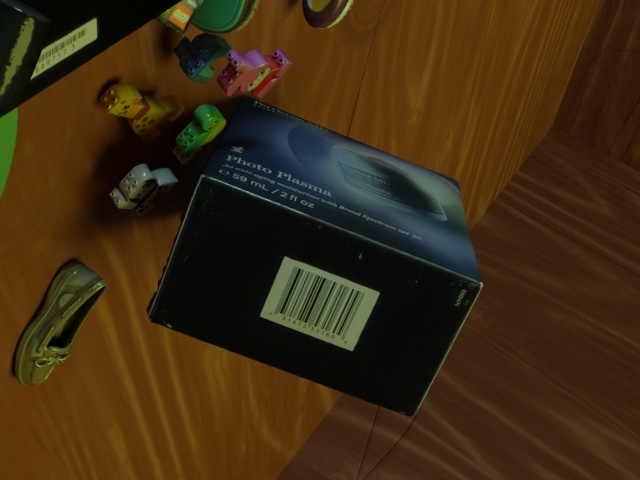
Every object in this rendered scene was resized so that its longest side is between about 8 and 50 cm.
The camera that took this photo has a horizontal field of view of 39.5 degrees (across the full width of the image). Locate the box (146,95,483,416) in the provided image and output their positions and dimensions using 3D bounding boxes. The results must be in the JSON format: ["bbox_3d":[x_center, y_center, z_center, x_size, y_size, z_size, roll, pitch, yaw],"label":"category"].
[{"bbox_3d":[0.000,0.000,0.996,0.294,0.296,0.183,-83,-165,-66],"label":"box"}]

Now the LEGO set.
[{"bbox_3d":[-0.149,-0.129,0.860,0.227,0.087,0.093,-43,160,20],"label":"LEGO set"}]

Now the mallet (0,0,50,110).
[{"bbox_3d":[-0.204,-0.116,0.442,0.062,0.039,0.189,-61,161,2],"label":"mallet"}]

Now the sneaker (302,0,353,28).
[{"bbox_3d":[0.012,-0.334,1.007,0.084,0.069,0.185,-4,119,-57],"label":"sneaker"}]

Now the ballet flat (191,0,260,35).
[{"bbox_3d":[-0.056,-0.339,0.790,0.316,0.107,0.106,-63,-178,31],"label":"ballet flat"}]

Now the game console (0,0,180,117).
[{"bbox_3d":[-0.181,-0.224,0.492,0.386,0.060,0.342,-47,161,-39],"label":"game console"}]

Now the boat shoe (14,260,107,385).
[{"bbox_3d":[-0.280,0.098,0.962,0.153,0.048,0.056,-61,162,8],"label":"boat shoe"}]

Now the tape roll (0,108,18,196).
[{"bbox_3d":[-0.336,-0.039,0.547,0.321,0.077,0.321,-50,160,-25],"label":"tape roll"}]

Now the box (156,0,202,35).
[{"bbox_3d":[-0.142,-0.240,0.720,0.137,0.027,0.094,26,96,-48],"label":"box"}]
